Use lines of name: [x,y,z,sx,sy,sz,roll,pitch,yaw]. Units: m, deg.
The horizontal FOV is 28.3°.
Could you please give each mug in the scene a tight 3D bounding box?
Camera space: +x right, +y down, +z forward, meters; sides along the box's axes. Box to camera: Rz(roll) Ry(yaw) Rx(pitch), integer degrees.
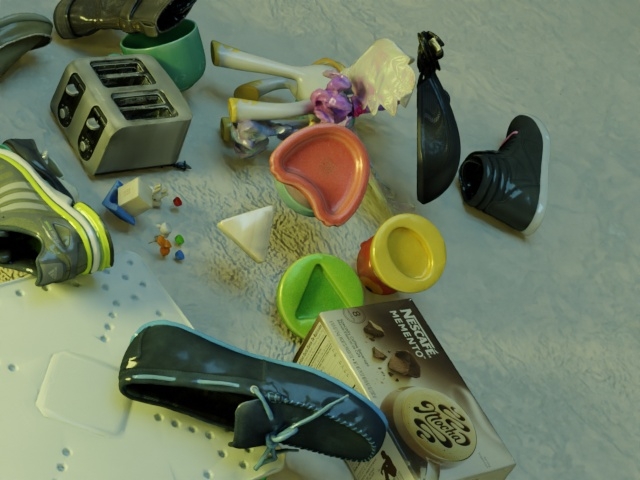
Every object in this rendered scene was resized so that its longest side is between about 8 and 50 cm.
mug: [-0.268,-0.296,2.102,0.157,0.097,0.129,-8,30,11]

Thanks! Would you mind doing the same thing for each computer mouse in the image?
computer mouse: [0.191,-0.194,2.049,0.072,0.272,0.188,0,-3,3]

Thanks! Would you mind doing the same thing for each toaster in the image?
toaster: [-0.301,-0.193,1.971,0.185,0.110,0.168,-10,53,-37]

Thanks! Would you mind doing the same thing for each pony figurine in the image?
pony figurine: [0.020,-0.224,2.100,0.363,0.303,0.351,-4,39,-13]

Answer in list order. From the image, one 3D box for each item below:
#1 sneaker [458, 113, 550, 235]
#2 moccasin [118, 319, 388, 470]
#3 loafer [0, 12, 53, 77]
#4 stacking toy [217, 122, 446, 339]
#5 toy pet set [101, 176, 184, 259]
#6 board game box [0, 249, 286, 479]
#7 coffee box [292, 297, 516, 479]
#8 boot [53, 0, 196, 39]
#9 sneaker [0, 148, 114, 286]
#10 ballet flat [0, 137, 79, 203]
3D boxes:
sneaker: [0.327,-0.148,2.285,0.146,0.104,0.296,22,44,-15]
moccasin: [-0.090,0.217,1.582,0.342,0.138,0.117,17,43,7]
loafer: [-0.519,-0.282,1.972,0.251,0.094,0.087,-27,88,-35]
stacking toy: [0.000,0.000,1.920,0.279,0.130,0.309,-39,96,-20]
toy pet set: [-0.262,-0.031,1.877,0.114,0.065,0.122,44,28,-41]
board game box: [-0.298,0.204,1.591,0.390,0.050,0.390,-16,57,-41]
coffee box: [0.108,0.233,1.740,0.168,0.119,0.297,-6,51,-33]
boot: [-0.302,-0.411,2.137,0.229,0.091,0.263,1,43,24]
sneaker: [-0.416,-0.033,1.695,0.300,0.111,0.121,27,35,29]
ballet flat: [-0.390,-0.077,1.828,0.074,0.074,0.203,-16,54,-40]
